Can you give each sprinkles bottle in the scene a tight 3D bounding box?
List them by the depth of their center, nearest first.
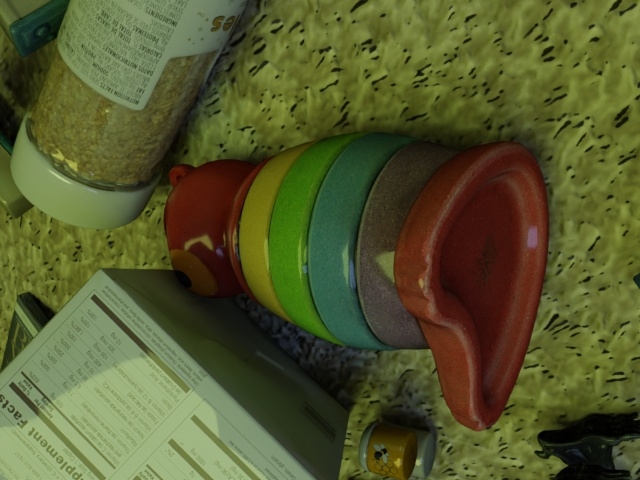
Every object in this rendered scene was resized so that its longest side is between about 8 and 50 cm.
[{"bbox_3d":[-0.126,-0.167,0.544,0.121,0.121,0.355,41,124,6],"label":"sprinkles bottle"}]

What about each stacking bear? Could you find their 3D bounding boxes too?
[{"bbox_3d":[0.000,0.000,0.534,0.289,0.164,0.175,8,140,36],"label":"stacking bear"}]

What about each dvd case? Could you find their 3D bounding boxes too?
[{"bbox_3d":[-0.324,0.193,0.840,0.164,0.018,0.221,44,126,25],"label":"dvd case"}]

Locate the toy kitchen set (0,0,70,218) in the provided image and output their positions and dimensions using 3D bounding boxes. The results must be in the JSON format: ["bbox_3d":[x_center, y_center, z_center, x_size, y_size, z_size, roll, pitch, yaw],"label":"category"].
[{"bbox_3d":[-0.268,-0.139,0.669,0.122,0.166,0.207,49,161,2],"label":"toy kitchen set"}]

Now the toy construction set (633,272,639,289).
[{"bbox_3d":[0.297,0.070,0.325,0.309,0.237,0.257,-11,75,22],"label":"toy construction set"}]

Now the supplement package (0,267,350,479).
[{"bbox_3d":[-0.101,0.141,0.562,0.204,0.262,0.145,44,92,5],"label":"supplement package"}]

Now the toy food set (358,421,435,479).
[{"bbox_3d":[0.040,0.251,0.646,0.105,0.111,0.232,5,112,26],"label":"toy food set"}]

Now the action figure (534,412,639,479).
[{"bbox_3d":[0.236,0.280,0.533,0.141,0.164,0.275,-11,100,36],"label":"action figure"}]
